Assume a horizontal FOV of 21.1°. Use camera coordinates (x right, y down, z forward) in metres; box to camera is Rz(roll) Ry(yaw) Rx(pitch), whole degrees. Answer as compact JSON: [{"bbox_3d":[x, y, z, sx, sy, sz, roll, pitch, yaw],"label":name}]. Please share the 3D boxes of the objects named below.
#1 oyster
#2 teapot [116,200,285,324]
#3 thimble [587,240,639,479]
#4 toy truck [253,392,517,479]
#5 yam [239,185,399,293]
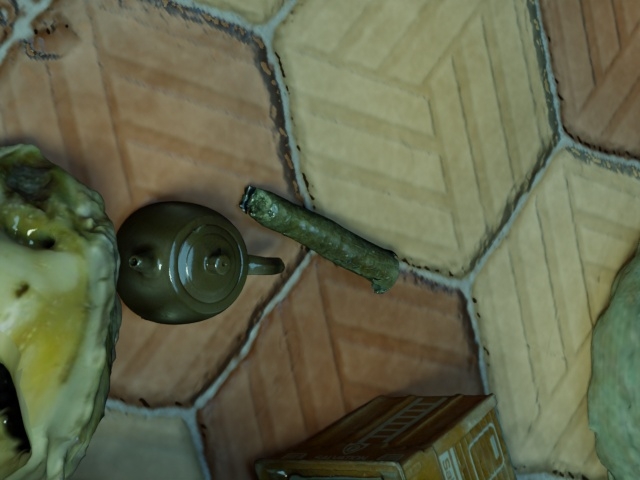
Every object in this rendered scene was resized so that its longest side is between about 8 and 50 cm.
[{"bbox_3d":[-0.198,0.080,0.888,0.271,0.275,0.100,-18,146,-25],"label":"oyster"},{"bbox_3d":[-0.073,0.014,1.048,0.121,0.068,0.076,4,88,-40],"label":"teapot"},{"bbox_3d":[0.357,0.116,1.330,0.291,0.195,0.291,0,89,-41],"label":"thimble"},{"bbox_3d":[0.082,0.257,1.144,0.162,0.136,0.305,-31,108,-45],"label":"toy truck"},{"bbox_3d":[0.000,0.000,1.137,0.129,0.027,0.033,25,74,-37],"label":"yam"}]
